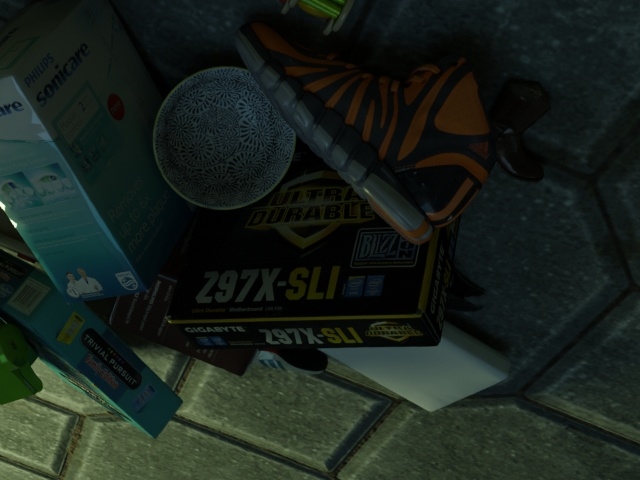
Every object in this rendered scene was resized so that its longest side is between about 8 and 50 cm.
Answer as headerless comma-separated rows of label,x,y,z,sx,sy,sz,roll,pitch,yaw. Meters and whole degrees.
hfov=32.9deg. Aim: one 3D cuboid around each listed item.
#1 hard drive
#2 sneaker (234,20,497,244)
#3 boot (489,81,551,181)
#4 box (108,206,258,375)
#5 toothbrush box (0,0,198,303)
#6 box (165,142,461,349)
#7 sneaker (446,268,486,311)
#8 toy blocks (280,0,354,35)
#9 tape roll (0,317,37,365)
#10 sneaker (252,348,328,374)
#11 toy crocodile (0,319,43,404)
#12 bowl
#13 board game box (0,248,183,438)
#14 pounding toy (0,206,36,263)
hard drive,0.095,0.145,1.584,0.307,0.040,0.203,30,146,-16
sneaker,0.061,-0.160,1.185,0.321,0.180,0.124,46,178,11
boot,0.235,-0.124,1.224,0.106,0.037,0.114,24,137,-12
box,-0.155,0.046,1.469,0.203,0.168,0.167,21,141,-5
toothbrush box,-0.274,-0.110,1.250,0.126,0.216,0.296,-11,123,27
box,0.000,0.000,1.278,0.322,0.257,0.079,-3,146,25
sneaker,0.143,0.047,1.454,0.089,0.051,0.170,-14,138,36
toy blocks,-0.042,-0.266,1.100,0.148,0.054,0.123,25,-177,-10
tape roll,-0.592,0.112,1.691,0.321,0.077,0.321,33,162,12
sneaker,-0.067,0.173,1.693,0.161,0.057,0.075,16,159,0
toy crocodile,-0.502,0.108,1.486,0.115,0.105,0.340,-22,128,19
bowl,-0.121,-0.127,1.294,0.170,0.170,0.080,36,-179,-22
board game box,-0.392,0.148,1.662,0.253,0.079,0.336,21,156,40
pounding toy,-0.368,-0.036,1.534,0.269,0.155,0.154,21,171,10
